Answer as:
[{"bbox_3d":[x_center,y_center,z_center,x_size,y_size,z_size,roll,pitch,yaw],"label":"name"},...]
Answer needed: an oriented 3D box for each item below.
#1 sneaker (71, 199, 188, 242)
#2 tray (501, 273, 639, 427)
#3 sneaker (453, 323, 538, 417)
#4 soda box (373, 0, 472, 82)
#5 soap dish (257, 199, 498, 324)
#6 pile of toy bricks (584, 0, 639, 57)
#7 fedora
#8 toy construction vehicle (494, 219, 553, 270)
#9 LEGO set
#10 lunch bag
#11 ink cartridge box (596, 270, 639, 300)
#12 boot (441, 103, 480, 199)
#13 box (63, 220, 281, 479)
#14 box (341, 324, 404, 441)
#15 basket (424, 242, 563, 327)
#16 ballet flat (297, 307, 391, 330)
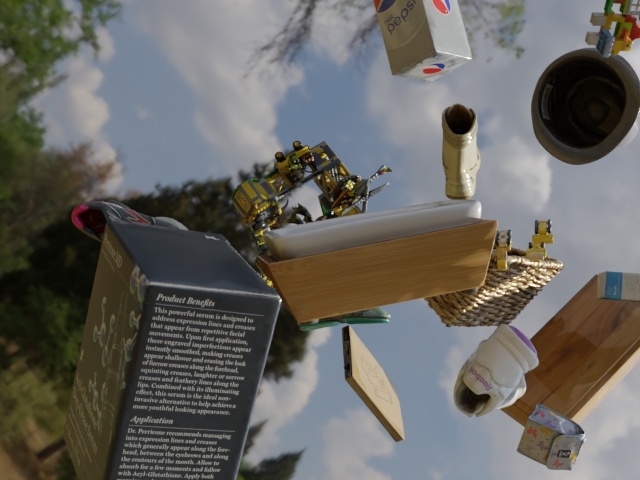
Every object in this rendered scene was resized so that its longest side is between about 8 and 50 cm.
[{"bbox_3d":[-0.422,-0.008,2.380,0.299,0.121,0.112,17,6,22],"label":"sneaker"},{"bbox_3d":[0.588,0.268,2.437,0.202,0.411,0.076,35,-28,32],"label":"tray"},{"bbox_3d":[0.275,0.237,1.804,0.114,0.152,0.305,45,-12,19],"label":"sneaker"},{"bbox_3d":[0.138,-0.392,1.622,0.091,0.098,0.286,-24,-107,41],"label":"soda box"},{"bbox_3d":[0.069,0.024,1.399,0.229,0.290,0.118,-164,-117,-83],"label":"soap dish"},{"bbox_3d":[0.462,-0.353,1.508,0.118,0.105,0.212,-100,-166,-54],"label":"pile of toy bricks"},{"bbox_3d":[0.575,-0.272,2.228,0.124,0.244,0.275,16,21,-44],"label":"fedora"},{"bbox_3d":[0.303,0.010,1.579,0.098,0.085,0.035,-74,156,-55],"label":"toy construction vehicle"},{"bbox_3d":[0.000,0.000,1.842,0.192,0.255,0.331,52,-19,30],"label":"LEGO set"},{"bbox_3d":[0.335,0.289,1.533,0.083,0.053,0.071,25,-55,19],"label":"lunch bag"},{"bbox_3d":[0.699,0.104,2.300,0.104,0.180,0.060,43,51,-83],"label":"ink cartridge box"},{"bbox_3d":[0.336,-0.249,2.565,0.262,0.095,0.204,-76,163,-50],"label":"boot"},{"bbox_3d":[-0.244,0.206,1.661,0.293,0.211,0.396,39,-63,61],"label":"box"},{"bbox_3d":[0.104,0.287,2.138,0.201,0.021,0.164,52,18,-28],"label":"box"},{"bbox_3d":[0.369,0.053,2.425,0.299,0.223,0.213,5,41,-50],"label":"basket"},{"bbox_3d":[0.043,0.133,2.033,0.070,0.188,0.070,-6,90,-74],"label":"ballet flat"}]
